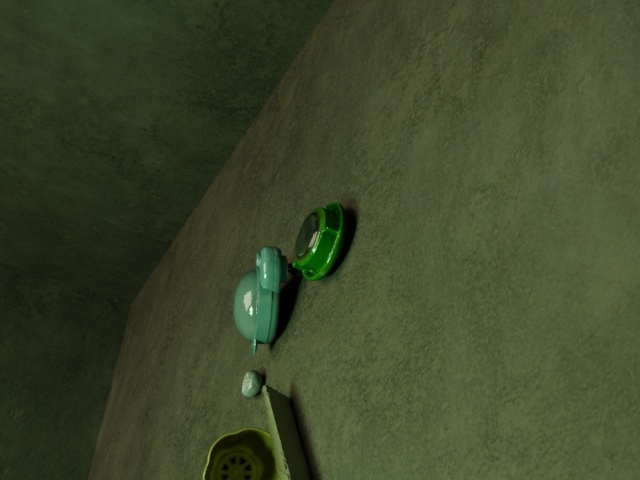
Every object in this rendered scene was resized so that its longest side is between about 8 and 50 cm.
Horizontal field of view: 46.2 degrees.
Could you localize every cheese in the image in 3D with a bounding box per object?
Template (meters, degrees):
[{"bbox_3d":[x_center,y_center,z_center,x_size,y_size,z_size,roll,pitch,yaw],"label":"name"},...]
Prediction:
[{"bbox_3d":[-0.072,0.449,1.632,0.034,0.085,0.400,-46,25,10],"label":"cheese"}]

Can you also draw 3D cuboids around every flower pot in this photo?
[{"bbox_3d":[-0.177,0.526,1.706,0.179,0.195,0.195,130,155,-70],"label":"flower pot"}]

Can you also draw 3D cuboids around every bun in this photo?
[{"bbox_3d":[-0.183,0.388,2.021,0.083,0.045,0.083,-56,22,37],"label":"bun"}]

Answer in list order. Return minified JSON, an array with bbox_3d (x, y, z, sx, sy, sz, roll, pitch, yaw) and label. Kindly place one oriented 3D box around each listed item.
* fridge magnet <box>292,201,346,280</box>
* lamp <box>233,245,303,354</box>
[{"bbox_3d":[0.000,0.000,1.877,0.208,0.088,0.208,-52,26,39],"label":"fridge magnet"},{"bbox_3d":[-0.157,0.153,2.038,0.284,0.147,0.209,-63,19,14],"label":"lamp"}]
